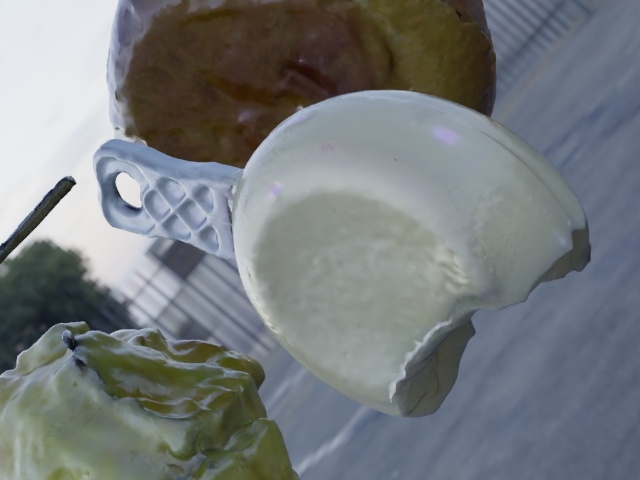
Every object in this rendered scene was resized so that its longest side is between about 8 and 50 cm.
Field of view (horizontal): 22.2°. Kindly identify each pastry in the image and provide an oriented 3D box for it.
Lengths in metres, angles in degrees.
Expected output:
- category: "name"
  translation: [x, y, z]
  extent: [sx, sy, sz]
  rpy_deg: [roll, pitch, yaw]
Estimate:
- category: "pastry"
  translation: [-0.022, -0.143, 1.374]
  extent: [0.356, 0.356, 0.164]
  rpy_deg: [-49, 13, 26]

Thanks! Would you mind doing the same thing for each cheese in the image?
- category: "cheese"
  translation: [-0.002, -0.018, 0.764]
  extent: [0.071, 0.249, 0.163]
  rpy_deg: [-40, -25, -45]

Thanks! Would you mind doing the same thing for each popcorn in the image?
- category: "popcorn"
  translation: [-0.148, 0.186, 1.347]
  extent: [0.252, 0.286, 0.215]
  rpy_deg: [-51, -22, -31]

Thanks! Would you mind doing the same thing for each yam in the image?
- category: "yam"
  translation: [-0.243, -0.017, 1.377]
  extent: [0.107, 0.014, 0.014]
  rpy_deg: [-45, 4, 15]
